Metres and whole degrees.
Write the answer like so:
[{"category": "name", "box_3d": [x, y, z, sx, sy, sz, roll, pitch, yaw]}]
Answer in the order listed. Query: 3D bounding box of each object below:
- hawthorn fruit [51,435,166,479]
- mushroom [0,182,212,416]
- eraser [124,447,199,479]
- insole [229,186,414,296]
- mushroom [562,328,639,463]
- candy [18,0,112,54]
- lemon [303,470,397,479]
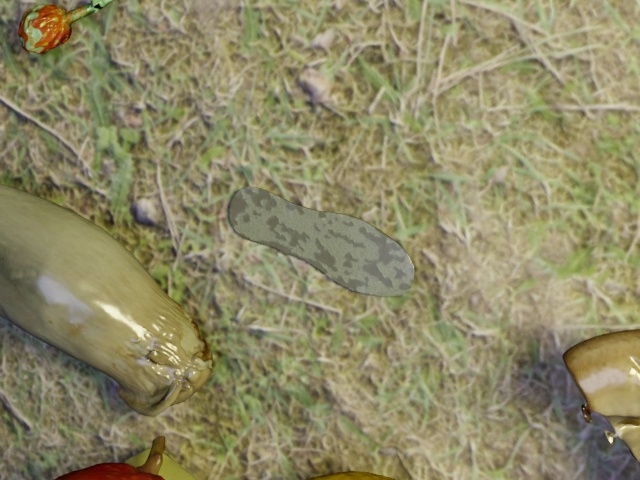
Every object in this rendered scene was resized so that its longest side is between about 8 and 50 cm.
[{"category": "hawthorn fruit", "box_3d": [-0.187, 0.289, 1.063, 0.205, 0.205, 0.253, 5, 67, 21]}, {"category": "mushroom", "box_3d": [-0.282, 0.040, 1.168, 0.397, 0.126, 0.177, 17, 112, 18]}, {"category": "eraser", "box_3d": [-0.174, 0.307, 1.189, 0.117, 0.058, 0.172, 35, 108, 15]}, {"category": "insole", "box_3d": [0.000, 0.000, 1.114, 0.193, 0.006, 0.065, 22, 104, 18]}, {"category": "mushroom", "box_3d": [0.324, 0.162, 0.937, 0.151, 0.156, 0.286, -39, 94, 9]}, {"category": "candy", "box_3d": [-0.212, -0.229, 1.154, 0.184, 0.049, 0.056, -22, 44, 16]}, {"category": "lemon", "box_3d": [0.017, 0.299, 1.042, 0.231, 0.192, 0.192, -19, 89, 15]}]
